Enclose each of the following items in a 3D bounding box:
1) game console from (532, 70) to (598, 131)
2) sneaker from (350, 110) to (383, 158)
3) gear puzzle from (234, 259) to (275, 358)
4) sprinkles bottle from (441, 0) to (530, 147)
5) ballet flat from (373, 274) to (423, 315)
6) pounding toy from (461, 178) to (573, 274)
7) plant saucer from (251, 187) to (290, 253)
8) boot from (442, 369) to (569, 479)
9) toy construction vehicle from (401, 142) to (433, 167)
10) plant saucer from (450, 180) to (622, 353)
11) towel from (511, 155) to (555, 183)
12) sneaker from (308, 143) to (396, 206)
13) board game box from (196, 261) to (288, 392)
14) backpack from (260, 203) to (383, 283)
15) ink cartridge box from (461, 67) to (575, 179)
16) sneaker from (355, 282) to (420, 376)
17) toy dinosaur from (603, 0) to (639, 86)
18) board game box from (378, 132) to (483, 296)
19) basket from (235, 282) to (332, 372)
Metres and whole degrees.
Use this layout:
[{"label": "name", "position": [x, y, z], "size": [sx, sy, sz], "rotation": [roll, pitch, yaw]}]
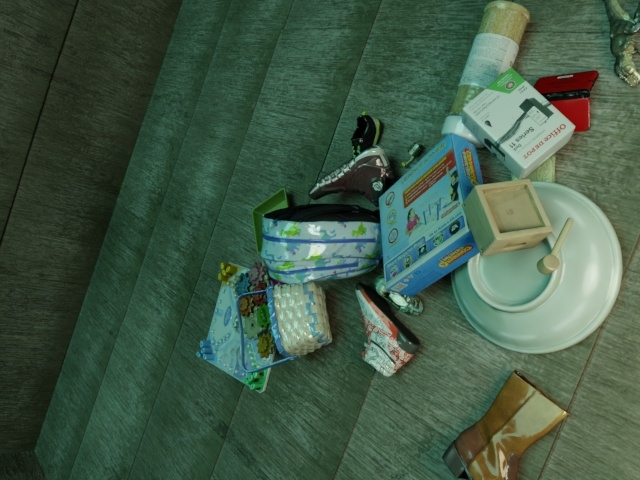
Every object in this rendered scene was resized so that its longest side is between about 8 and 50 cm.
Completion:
[{"label": "game console", "position": [0.579, -0.329, 1.262], "size": [0.144, 0.085, 0.124], "rotation": [7, 53, 45]}, {"label": "sneaker", "position": [0.119, -0.285, 1.644], "size": [0.084, 0.097, 0.234], "rotation": [9, 85, 46]}, {"label": "gear puzzle", "position": [-0.225, 0.244, 1.804], "size": [0.175, 0.044, 0.338], "rotation": [-36, 56, 32]}, {"label": "sprinkles bottle", "position": [0.424, -0.423, 1.363], "size": [0.121, 0.121, 0.355], "rotation": [22, 94, 46]}, {"label": "ballet flat", "position": [0.202, 0.144, 1.467], "size": [0.188, 0.070, 0.070], "rotation": [31, 101, 45]}, {"label": "pounding toy", "position": [0.419, -0.015, 1.095], "size": [0.094, 0.181, 0.205], "rotation": [105, 154, -63]}, {"label": "plant saucer", "position": [-0.162, -0.066, 1.899], "size": [0.188, 0.045, 0.188], "rotation": [-30, 60, 36]}, {"label": "boot", "position": [0.440, 0.469, 1.150], "size": [0.280, 0.096, 0.264], "rotation": [-53, 40, 11]}, {"label": "toy construction vehicle", "position": [0.287, -0.231, 1.515], "size": [0.086, 0.035, 0.098], "rotation": [50, 117, 29]}, {"label": "plant saucer", "position": [0.450, 0.055, 1.199], "size": [0.401, 0.101, 0.399], "rotation": [-10, 75, 45]}, {"label": "towel", "position": [0.508, -0.127, 1.266], "size": [0.110, 0.027, 0.148], "rotation": [-7, 74, 44]}, {"label": "sneaker", "position": [0.101, -0.153, 1.587], "size": [0.281, 0.106, 0.162], "rotation": [-31, 93, 31]}, {"label": "board game box", "position": [-0.290, 0.299, 1.921], "size": [0.390, 0.050, 0.389], "rotation": [13, 88, 46]}, {"label": "backpack", "position": [0.000, 0.000, 1.500], "size": [0.290, 0.356, 0.273], "rotation": [18, 93, 45]}, {"label": "ink cartridge box", "position": [0.457, -0.271, 1.236], "size": [0.153, 0.087, 0.208], "rotation": [-41, 73, 3]}, {"label": "sneaker", "position": [0.146, 0.249, 1.475], "size": [0.145, 0.090, 0.270], "rotation": [-54, 50, 17]}, {"label": "toy dinosaur", "position": [0.687, -0.478, 1.165], "size": [0.118, 0.064, 0.267], "rotation": [-24, 60, 46]}, {"label": "board game box", "position": [0.277, -0.059, 1.337], "size": [0.308, 0.086, 0.301], "rotation": [-43, 36, 46]}, {"label": "basket", "position": [-0.119, 0.260, 1.633], "size": [0.289, 0.201, 0.254], "rotation": [-13, 65, 9]}]
